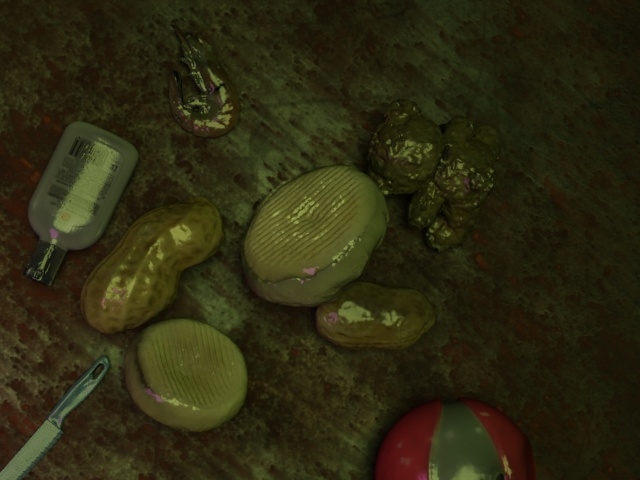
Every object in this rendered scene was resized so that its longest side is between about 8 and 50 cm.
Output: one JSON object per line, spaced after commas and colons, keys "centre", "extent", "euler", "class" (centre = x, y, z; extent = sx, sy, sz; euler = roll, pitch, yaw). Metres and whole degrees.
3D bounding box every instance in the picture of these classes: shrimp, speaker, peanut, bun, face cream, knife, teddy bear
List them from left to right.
{"centre": [-0.469, 0.328, 1.775], "extent": [0.044, 0.019, 0.313], "euler": [41, 80, -7], "class": "knife"}
{"centre": [-0.436, -0.060, 1.797], "extent": [0.144, 0.071, 0.291], "euler": [23, 79, -6], "class": "face cream"}
{"centre": [-0.292, 0.039, 1.789], "extent": [0.147, 0.147, 0.305], "euler": [39, 73, -4], "class": "peanut"}
{"centre": [-0.238, 0.243, 1.781], "extent": [0.222, 0.127, 0.222], "euler": [9, 52, -12], "class": "bun"}
{"centre": [-0.234, -0.292, 1.882], "extent": [0.126, 0.047, 0.223], "euler": [-29, 91, -3], "class": "shrimp"}
{"centre": [0.000, 0.000, 1.809], "extent": [0.287, 0.287, 0.146], "euler": [-50, 134, -12], "class": "bun"}
{"centre": [0.099, 0.137, 1.852], "extent": [0.224, 0.129, 0.129], "euler": [7, 82, -12], "class": "peanut"}
{"centre": [0.203, -0.137, 1.892], "extent": [0.256, 0.156, 0.267], "euler": [22, 81, -6], "class": "teddy bear"}
{"centre": [0.235, 0.427, 1.819], "extent": [0.294, 0.294, 0.294], "euler": [1, 83, -11], "class": "speaker"}
